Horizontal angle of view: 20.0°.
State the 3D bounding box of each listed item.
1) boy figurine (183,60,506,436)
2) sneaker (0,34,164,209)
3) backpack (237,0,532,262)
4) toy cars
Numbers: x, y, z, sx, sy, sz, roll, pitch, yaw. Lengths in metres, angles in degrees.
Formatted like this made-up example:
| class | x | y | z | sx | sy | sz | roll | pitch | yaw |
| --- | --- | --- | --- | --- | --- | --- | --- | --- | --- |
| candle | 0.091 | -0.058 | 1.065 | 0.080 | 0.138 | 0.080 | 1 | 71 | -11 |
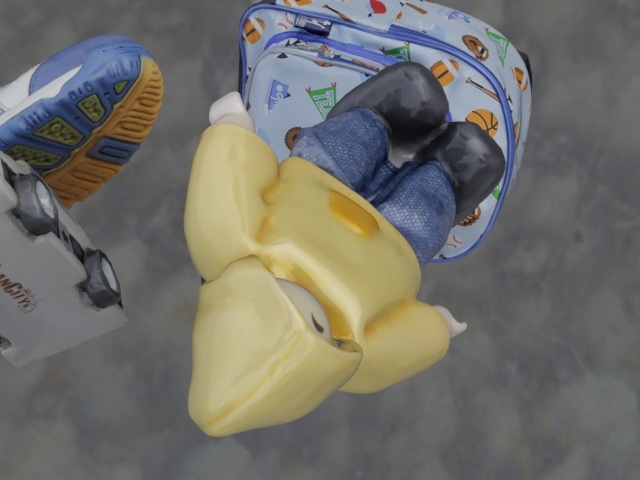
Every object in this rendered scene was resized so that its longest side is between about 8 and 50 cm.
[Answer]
| class | x | y | z | sx | sy | sz | roll | pitch | yaw |
| --- | --- | --- | --- | --- | --- | --- | --- | --- | --- |
| boy figurine | 0.000 | 0.000 | 0.921 | 0.092 | 0.285 | 0.177 | -39 | 94 | 31 |
| sneaker | -0.234 | -0.066 | 1.207 | 0.296 | 0.112 | 0.131 | -35 | 59 | 23 |
| backpack | 0.053 | -0.102 | 1.632 | 0.263 | 0.276 | 0.213 | 9 | 33 | 7 |
| toy cars | -0.103 | 0.007 | 1.122 | 0.176 | 0.394 | 0.087 | -49 | 46 | 40 |
